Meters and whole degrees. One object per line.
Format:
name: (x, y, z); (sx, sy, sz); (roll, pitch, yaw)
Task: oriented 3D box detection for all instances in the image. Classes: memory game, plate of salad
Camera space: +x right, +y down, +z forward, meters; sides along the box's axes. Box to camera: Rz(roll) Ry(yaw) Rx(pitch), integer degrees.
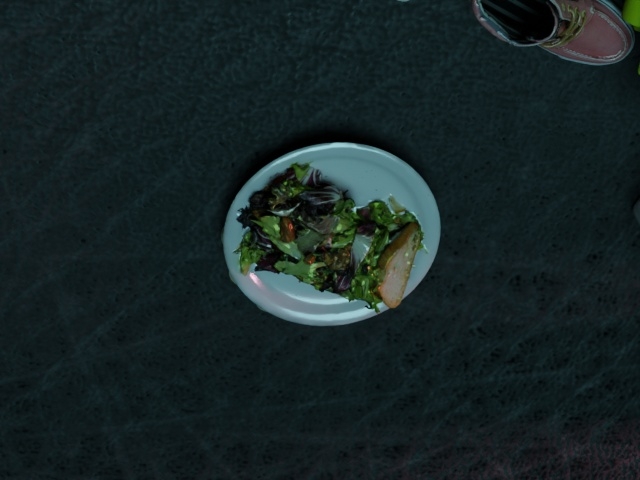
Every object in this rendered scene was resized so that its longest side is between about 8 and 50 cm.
memory game: (0.000, 0.000, 1.287); (0.186, 0.012, 0.186); (-3, 124, -5)
plate of salad: (0.012, 0.003, 1.253); (0.200, 0.048, 0.200); (-3, 124, -5)

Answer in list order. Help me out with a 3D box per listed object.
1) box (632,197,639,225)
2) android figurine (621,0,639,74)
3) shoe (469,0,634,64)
box: (0.479, -0.069, 1.206); (0.215, 0.168, 0.345); (26, 117, -22)
android figurine: (0.343, -0.180, 1.073); (0.056, 0.248, 0.273); (-21, 130, -37)
shoe: (0.192, -0.180, 1.148); (0.178, 0.081, 0.063); (23, 118, -20)
